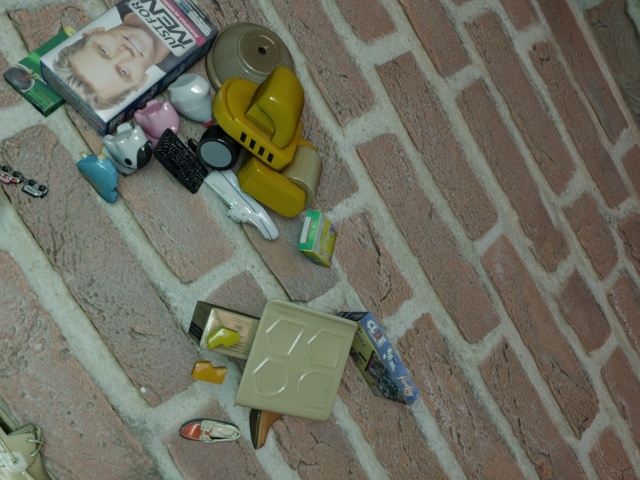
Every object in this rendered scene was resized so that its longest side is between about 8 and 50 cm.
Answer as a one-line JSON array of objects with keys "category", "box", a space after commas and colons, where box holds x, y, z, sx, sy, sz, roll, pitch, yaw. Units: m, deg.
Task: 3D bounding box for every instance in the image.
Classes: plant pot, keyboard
[{"category": "plant pot", "box": [-0.163, -0.452, 1.233, 0.237, 0.109, 0.238, 3, 82, -23]}, {"category": "keyboard", "box": [-0.296, -0.183, 1.100, 0.038, 0.192, 0.100, 17, 75, 18]}]

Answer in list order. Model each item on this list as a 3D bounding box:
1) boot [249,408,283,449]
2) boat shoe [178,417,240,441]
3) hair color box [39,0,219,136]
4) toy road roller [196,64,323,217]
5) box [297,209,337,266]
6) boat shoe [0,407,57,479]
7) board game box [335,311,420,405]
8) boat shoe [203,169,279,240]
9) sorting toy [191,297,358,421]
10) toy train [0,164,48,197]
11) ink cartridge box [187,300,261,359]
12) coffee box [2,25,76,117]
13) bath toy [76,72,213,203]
[{"category": "boot", "box": [-0.084, 0.399, 1.169, 0.152, 0.073, 0.197, 14, 80, -26]}, {"category": "boat shoe", "box": [-0.248, 0.431, 1.104, 0.136, 0.043, 0.049, 12, 80, -21]}, {"category": "hair color box", "box": [-0.408, -0.410, 1.077, 0.174, 0.105, 0.347, 45, 67, -14]}, {"category": "toy road roller", "box": [-0.099, -0.237, 1.125, 0.329, 0.240, 0.203, 35, 44, -24]}, {"category": "box", "box": [0.000, 0.000, 1.233, 0.043, 0.179, 0.105, 8, 75, 21]}, {"category": "boat shoe", "box": [-0.581, 0.396, 0.927, 0.302, 0.109, 0.098, 46, 68, -6]}, {"category": "board game box", "box": [0.132, 0.290, 1.228, 0.042, 0.165, 0.243, -34, 97, -24]}, {"category": "boat shoe", "box": [-0.195, -0.078, 1.191, 0.075, 0.083, 0.226, -39, 87, -13]}, {"category": "sorting toy", "box": [-0.090, 0.235, 0.997, 0.307, 0.041, 0.229, 19, 89, -21]}, {"category": "toy train", "box": [-0.648, -0.134, 1.015, 0.158, 0.027, 0.036, 31, 82, -18]}, {"category": "ink cartridge box", "box": [-0.161, 0.212, 1.091, 0.234, 0.193, 0.088, 20, 80, -20]}, {"category": "coffee box", "box": [-0.576, -0.372, 1.072, 0.113, 0.040, 0.184, 45, 67, -12]}, {"category": "bath toy", "box": [-0.372, -0.238, 1.100, 0.348, 0.151, 0.129, -50, 137, -25]}]
